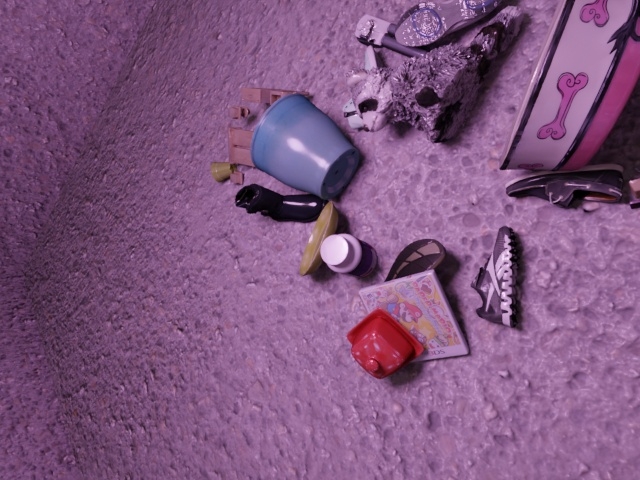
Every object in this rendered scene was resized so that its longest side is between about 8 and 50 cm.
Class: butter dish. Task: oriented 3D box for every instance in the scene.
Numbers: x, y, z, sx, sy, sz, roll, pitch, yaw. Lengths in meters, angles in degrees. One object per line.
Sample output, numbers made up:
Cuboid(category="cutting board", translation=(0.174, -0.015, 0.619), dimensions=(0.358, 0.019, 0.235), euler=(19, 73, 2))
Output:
Cuboid(category="butter dish", translation=(0.144, 0.279, 1.068), dimensions=(0.160, 0.118, 0.160), euler=(43, 125, 3))

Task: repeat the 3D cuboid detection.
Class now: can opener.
Cuboid(category="can opener", translation=(0.225, -0.614, 1.310), dimensions=(0.280, 0.093, 0.074), euler=(35, 102, 29))

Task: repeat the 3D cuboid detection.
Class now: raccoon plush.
Cuboid(category="raccoon plush", translation=(0.285, -0.454, 1.162), dimensions=(0.299, 0.216, 0.446), euler=(36, 73, 32))

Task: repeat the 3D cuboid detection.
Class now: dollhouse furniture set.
Cuboid(category="dollhouse furniture set", translation=(-0.179, -0.368, 1.578), dimensions=(0.303, 0.173, 0.356), euler=(20, 116, 39))
Cuboid(category="dollhouse furniture set", translation=(0.651, -0.126, 0.845), dimensions=(0.090, 0.114, 0.081), euler=(-14, 67, 37))

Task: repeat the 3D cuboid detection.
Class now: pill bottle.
Cuboid(category="pill bottle", translation=(0.076, 0.041, 1.187), dimensions=(0.107, 0.193, 0.108), euler=(-5, 78, 25))

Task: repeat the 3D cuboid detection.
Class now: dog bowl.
Cuboid(category="dog bowl", translation=(0.498, -0.319, 0.846), dimensions=(0.150, 0.408, 0.409), euler=(19, 92, 16))

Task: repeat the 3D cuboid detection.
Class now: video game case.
Cuboid(category="video game case", translation=(0.230, 0.199, 1.073), dimensions=(0.206, 0.026, 0.227), euler=(-20, 102, 33))

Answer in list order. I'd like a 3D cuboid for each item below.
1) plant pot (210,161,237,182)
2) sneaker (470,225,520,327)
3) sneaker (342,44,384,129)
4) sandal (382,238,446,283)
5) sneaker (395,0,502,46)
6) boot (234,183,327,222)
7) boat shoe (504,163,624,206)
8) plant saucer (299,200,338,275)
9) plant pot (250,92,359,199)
Cuboid(category="plant pot", translation=(-0.376, -0.278, 1.698), dimensions=(0.079, 0.083, 0.084), euler=(-8, 74, 23))
Cuboid(category="sneaker", translation=(0.405, 0.081, 1.008), dimensions=(0.106, 0.078, 0.235), euler=(-1, 81, 35))
Cuboid(category="sneaker", translation=(0.125, -0.472, 1.334), dimensions=(0.150, 0.094, 0.256), euler=(-12, 75, 28))
Cuboid(category="sandal", translation=(0.232, 0.115, 1.134), dimensions=(0.303, 0.086, 0.120), euler=(-59, 26, 33))
Cuboid(category="sneaker", translation=(0.351, -0.604, 1.173), dimensions=(0.296, 0.129, 0.111), euler=(-10, 99, 27))
Cuboid(category="boot", translation=(-0.131, -0.121, 1.384), dimensions=(0.246, 0.207, 0.094), euler=(-4, 77, 36))
Cuboid(category="boat shoe", translation=(0.531, -0.114, 0.952), dimensions=(0.232, 0.084, 0.079), euler=(-1, 78, 34))
Cuboid(category="plant saucer", translation=(0.000, 0.000, 1.291), dimensions=(0.241, 0.037, 0.241), euler=(-158, 90, -80))
Cuboid(category="plant pot", translation=(-0.030, -0.268, 1.320), dimensions=(0.255, 0.271, 0.272), euler=(38, 103, 22))
